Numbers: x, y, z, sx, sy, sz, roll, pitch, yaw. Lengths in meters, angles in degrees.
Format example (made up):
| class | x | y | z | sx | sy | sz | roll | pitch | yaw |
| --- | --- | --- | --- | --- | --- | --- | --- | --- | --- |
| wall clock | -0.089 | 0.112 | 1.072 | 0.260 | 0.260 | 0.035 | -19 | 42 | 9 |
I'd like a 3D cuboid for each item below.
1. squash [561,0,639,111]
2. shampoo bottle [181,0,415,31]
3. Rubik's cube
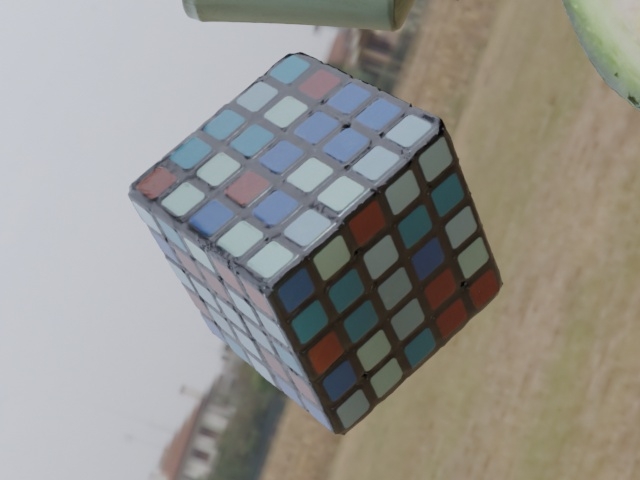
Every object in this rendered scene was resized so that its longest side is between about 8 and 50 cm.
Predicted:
| class | x | y | z | sx | sy | sz | roll | pitch | yaw |
| --- | --- | --- | --- | --- | --- | --- | --- | --- | --- |
| squash | 0.356 | -0.233 | 0.929 | 0.384 | 0.263 | 0.263 | -30 | -27 | -37 |
| shampoo bottle | 0.009 | -0.227 | 1.225 | 0.087 | 0.234 | 0.118 | 83 | -164 | -47 |
| Rubik's cube | 0.000 | 0.000 | 1.113 | 0.182 | 0.184 | 0.187 | -42 | -46 | -16 |
